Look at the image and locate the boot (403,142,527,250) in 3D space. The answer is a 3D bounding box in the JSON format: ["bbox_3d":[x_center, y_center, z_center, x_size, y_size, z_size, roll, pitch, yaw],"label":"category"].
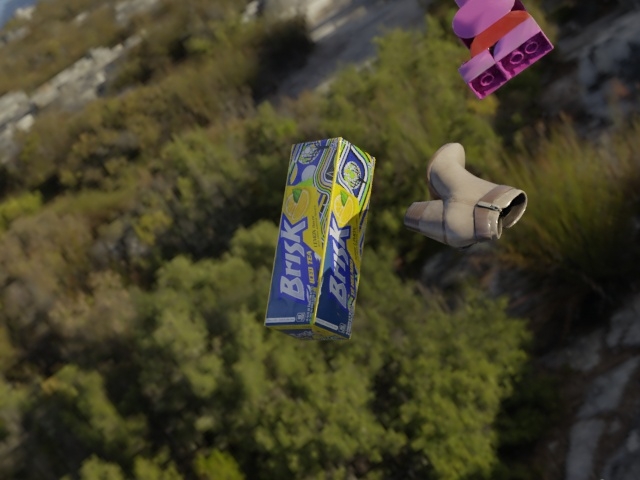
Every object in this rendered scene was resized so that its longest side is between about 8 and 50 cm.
[{"bbox_3d":[0.123,-0.036,1.040,0.087,0.042,0.118,5,45,31],"label":"boot"}]

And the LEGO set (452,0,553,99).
[{"bbox_3d":[0.137,-0.189,0.658,0.227,0.087,0.093,-36,52,13],"label":"LEGO set"}]

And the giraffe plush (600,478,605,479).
[{"bbox_3d":[0.314,0.281,1.005,0.181,0.170,0.210,-45,27,7],"label":"giraffe plush"}]

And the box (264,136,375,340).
[{"bbox_3d":[0.000,0.000,1.130,0.059,0.054,0.169,-5,70,39],"label":"box"}]
